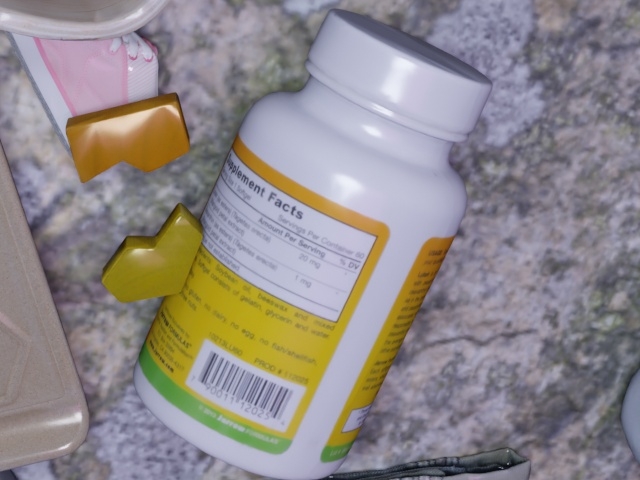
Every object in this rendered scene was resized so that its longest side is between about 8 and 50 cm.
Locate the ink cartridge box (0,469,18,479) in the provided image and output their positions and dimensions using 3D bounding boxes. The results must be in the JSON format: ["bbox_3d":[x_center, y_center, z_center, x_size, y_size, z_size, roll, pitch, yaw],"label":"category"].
[{"bbox_3d":[-0.248,0.218,0.937,0.190,0.139,0.082,-28,120,-6],"label":"ink cartridge box"}]

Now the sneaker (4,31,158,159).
[{"bbox_3d":[-0.131,-0.111,0.885,0.070,0.051,0.134,-28,122,-7],"label":"sneaker"}]

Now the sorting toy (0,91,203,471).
[{"bbox_3d":[-0.209,0.023,0.898,0.307,0.041,0.229,-13,113,0],"label":"sorting toy"}]

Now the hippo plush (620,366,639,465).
[{"bbox_3d":[0.322,0.145,1.039,0.236,0.294,0.234,-8,94,-7],"label":"hippo plush"}]

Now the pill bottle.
[{"bbox_3d":[0.000,0.000,0.929,0.136,0.136,0.246,19,105,-25],"label":"pill bottle"}]

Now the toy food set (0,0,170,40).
[{"bbox_3d":[-0.067,-0.246,0.702,0.092,0.220,0.306,29,103,-30],"label":"toy food set"}]

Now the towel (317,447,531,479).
[{"bbox_3d":[-0.007,0.301,1.106,0.312,0.056,0.324,-5,114,-17],"label":"towel"}]
